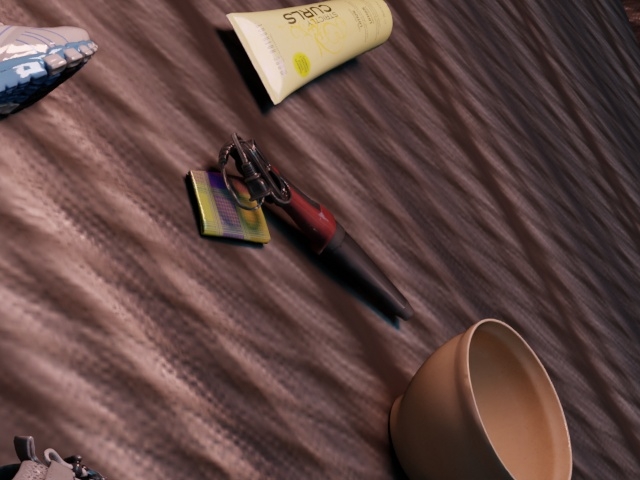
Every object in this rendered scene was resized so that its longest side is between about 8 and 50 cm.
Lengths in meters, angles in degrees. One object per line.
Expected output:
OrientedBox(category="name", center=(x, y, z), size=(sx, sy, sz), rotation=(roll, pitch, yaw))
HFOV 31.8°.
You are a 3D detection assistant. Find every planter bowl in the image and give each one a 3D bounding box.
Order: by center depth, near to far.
OrientedBox(category="planter bowl", center=(0.131, 0.163, 0.979), size=(0.162, 0.109, 0.162), rotation=(35, 40, -37))

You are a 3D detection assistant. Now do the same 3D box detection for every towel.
OrientedBox(category="towel", center=(-0.074, -0.027, 0.918), size=(0.083, 0.009, 0.060), rotation=(7, 61, -54))

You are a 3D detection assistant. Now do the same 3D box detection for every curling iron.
OrientedBox(category="curling iron", center=(0.000, 0.000, 0.978), size=(0.274, 0.035, 0.068), rotation=(43, 28, -41))

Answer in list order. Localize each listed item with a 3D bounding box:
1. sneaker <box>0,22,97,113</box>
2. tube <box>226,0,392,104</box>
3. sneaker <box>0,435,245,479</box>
OrientedBox(category="sneaker", center=(-0.218, -0.122, 0.723), size=(0.083, 0.071, 0.191), rotation=(54, 31, -3))
OrientedBox(category="tube", center=(-0.005, -0.199, 1.114), size=(0.070, 0.062, 0.240), rotation=(27, 30, 21))
OrientedBox(category="sneaker", center=(-0.127, 0.154, 0.604), size=(0.281, 0.105, 0.115), rotation=(1, 66, -55))
